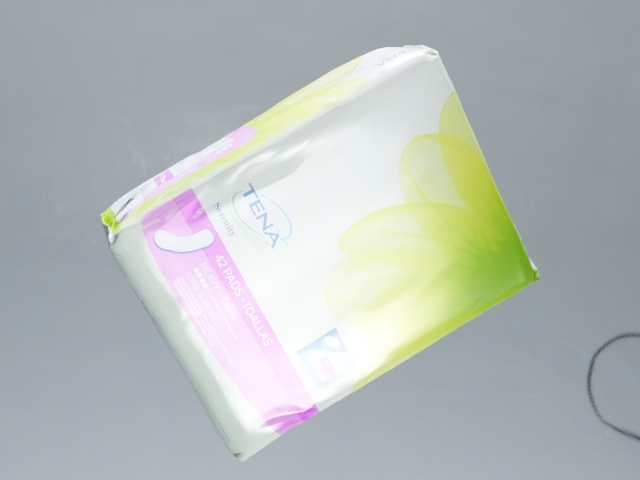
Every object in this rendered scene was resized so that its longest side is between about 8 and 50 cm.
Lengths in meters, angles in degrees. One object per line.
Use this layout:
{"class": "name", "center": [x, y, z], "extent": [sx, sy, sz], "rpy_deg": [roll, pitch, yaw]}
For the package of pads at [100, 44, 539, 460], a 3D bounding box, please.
{"class": "package of pads", "center": [0.000, 0.000, 0.746], "extent": [0.297, 0.229, 0.101], "rpy_deg": [-30, 19, -9]}
